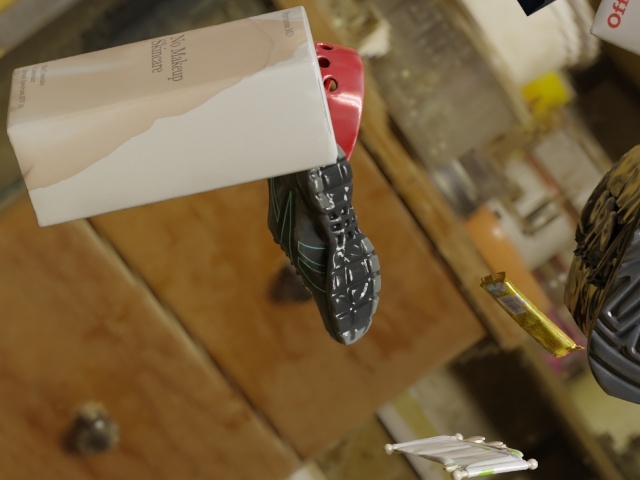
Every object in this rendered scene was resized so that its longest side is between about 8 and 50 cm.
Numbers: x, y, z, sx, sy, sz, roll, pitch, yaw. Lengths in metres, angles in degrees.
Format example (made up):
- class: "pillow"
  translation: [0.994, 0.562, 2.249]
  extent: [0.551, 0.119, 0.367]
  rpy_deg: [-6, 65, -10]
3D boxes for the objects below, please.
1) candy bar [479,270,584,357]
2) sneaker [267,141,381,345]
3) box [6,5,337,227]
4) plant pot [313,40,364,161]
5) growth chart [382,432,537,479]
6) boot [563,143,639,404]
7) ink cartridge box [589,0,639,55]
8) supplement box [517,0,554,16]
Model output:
- class: "candy bar"
  translation: [0.242, 0.088, 1.998]
  extent: [0.161, 0.040, 0.018]
  rpy_deg: [42, 45, -29]
- class: "sneaker"
  translation: [0.000, 0.000, 2.167]
  extent: [0.106, 0.101, 0.267]
  rpy_deg: [-1, -74, 41]
- class: "box"
  translation: [-0.149, -0.126, 1.765]
  extent: [0.148, 0.311, 0.121]
  rpy_deg: [-103, 180, -58]
- class: "plant pot"
  translation: [-0.052, -0.173, 2.274]
  extent: [0.174, 0.191, 0.191]
  rpy_deg: [9, 20, -19]
- class: "growth chart"
  translation: [0.203, 0.308, 2.510]
  extent: [0.237, 0.172, 0.021]
  rpy_deg: [8, -81, 62]
- class: "boot"
  translation: [0.358, -0.045, 1.656]
  extent: [0.146, 0.367, 0.445]
  rpy_deg: [33, 10, 4]
- class: "ink cartridge box"
  translation: [0.391, -0.232, 1.673]
  extent: [0.219, 0.160, 0.092]
  rpy_deg: [26, 21, 18]
- class: "supplement box"
  translation: [0.213, -0.271, 1.664]
  extent: [0.083, 0.056, 0.083]
  rpy_deg: [59, 37, -1]
